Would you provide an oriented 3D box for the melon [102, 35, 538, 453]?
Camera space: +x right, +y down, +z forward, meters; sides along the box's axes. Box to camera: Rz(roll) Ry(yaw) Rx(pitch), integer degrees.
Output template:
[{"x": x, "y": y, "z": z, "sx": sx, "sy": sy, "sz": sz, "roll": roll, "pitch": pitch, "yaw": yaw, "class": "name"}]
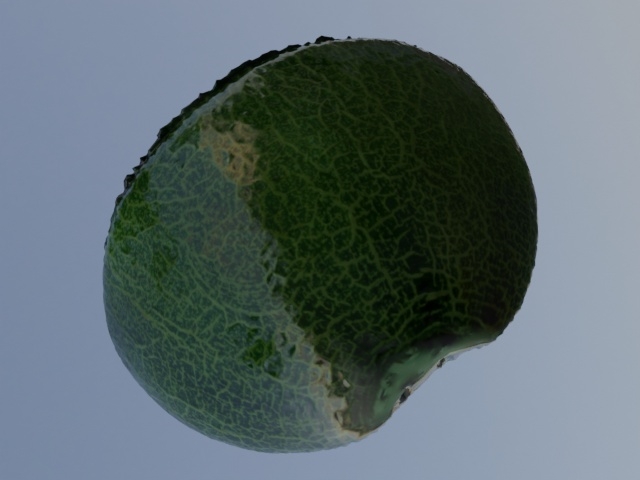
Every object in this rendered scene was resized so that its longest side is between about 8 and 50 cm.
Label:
[{"x": 0.000, "y": 0.000, "z": 0.747, "sx": 0.169, "sy": 0.265, "sz": 0.129, "roll": 49, "pitch": 178, "yaw": 43, "class": "melon"}]
